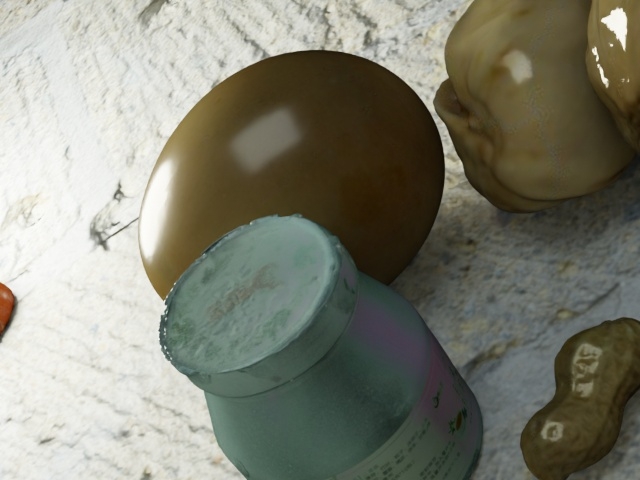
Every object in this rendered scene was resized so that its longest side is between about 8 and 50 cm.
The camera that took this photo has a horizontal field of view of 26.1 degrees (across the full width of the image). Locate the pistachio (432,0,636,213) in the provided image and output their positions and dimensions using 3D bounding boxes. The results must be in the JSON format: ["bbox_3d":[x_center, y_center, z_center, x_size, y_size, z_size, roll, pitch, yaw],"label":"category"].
[{"bbox_3d":[0.248,-0.169,1.545,0.238,0.229,0.321,15,45,-2],"label":"pistachio"}]

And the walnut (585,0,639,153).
[{"bbox_3d":[0.441,-0.210,1.335,0.381,0.381,0.381,-21,41,20],"label":"walnut"}]

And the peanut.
[{"bbox_3d":[0.254,0.149,1.320,0.089,0.089,0.193,7,54,42],"label":"peanut"}]

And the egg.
[{"bbox_3d":[-0.037,-0.049,1.572,0.374,0.301,0.301,-36,39,2],"label":"egg"}]

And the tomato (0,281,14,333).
[{"bbox_3d":[-0.520,0.107,1.976,0.155,0.069,0.156,-22,40,20],"label":"tomato"}]

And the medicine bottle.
[{"bbox_3d":[-0.004,0.139,1.369,0.245,0.290,0.245,-21,41,20],"label":"medicine bottle"}]
